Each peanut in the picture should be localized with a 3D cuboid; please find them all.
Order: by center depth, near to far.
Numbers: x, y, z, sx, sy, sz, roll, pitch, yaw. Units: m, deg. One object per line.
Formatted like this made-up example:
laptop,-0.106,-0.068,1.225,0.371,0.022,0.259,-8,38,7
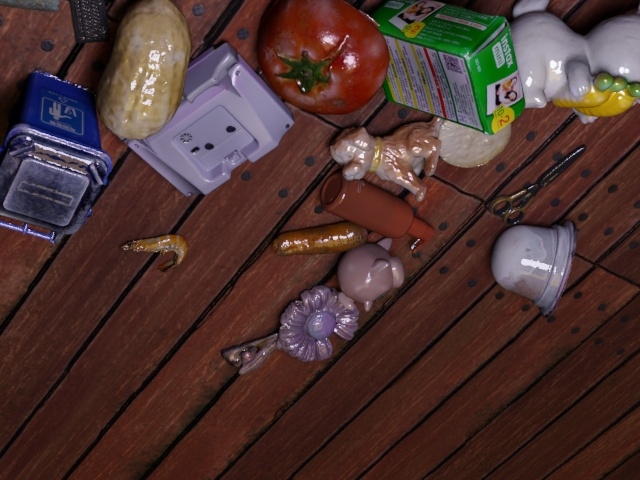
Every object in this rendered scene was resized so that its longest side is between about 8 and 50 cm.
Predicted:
peanut,-0.263,-0.263,1.480,0.129,0.129,0.224,15,108,-26

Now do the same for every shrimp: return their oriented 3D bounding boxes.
shrimp,-0.310,0.024,1.816,0.127,0.025,0.091,1,132,-19

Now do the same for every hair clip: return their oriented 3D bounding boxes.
hair clip,-0.064,0.201,2.010,0.300,0.069,0.173,-27,132,10

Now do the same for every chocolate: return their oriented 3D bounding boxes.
chocolate,0.414,0.038,1.940,0.147,0.221,0.221,19,130,6

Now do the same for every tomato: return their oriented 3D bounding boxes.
tomato,-0.008,-0.278,1.521,0.225,0.085,0.225,16,145,12

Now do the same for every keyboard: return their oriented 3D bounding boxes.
keyboard,-0.351,-0.365,1.462,0.053,0.010,0.155,-6,133,-8

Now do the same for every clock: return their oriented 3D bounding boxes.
clock,-0.187,-0.192,1.612,0.253,0.083,0.186,-33,131,16

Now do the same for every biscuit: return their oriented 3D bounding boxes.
biscuit,0.279,-0.192,1.773,0.152,0.020,0.152,-7,133,-8

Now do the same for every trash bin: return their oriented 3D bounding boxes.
trash bin,-0.421,-0.134,1.501,0.162,0.234,0.184,19,124,-27

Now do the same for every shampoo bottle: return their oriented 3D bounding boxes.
shampoo bottle,0.115,-0.050,1.818,0.244,0.085,0.085,26,121,-31

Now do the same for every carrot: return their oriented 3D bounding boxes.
carrot,0.000,0.000,1.853,0.186,0.060,0.060,-11,133,-2

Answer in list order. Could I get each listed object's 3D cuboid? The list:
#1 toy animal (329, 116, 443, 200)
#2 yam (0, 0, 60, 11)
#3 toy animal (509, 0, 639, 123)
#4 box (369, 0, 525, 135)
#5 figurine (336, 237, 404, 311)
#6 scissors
toy animal,0.117,-0.182,1.712,0.185,0.104,0.184,16,99,-6
yam,-0.490,-0.381,1.349,0.259,0.106,0.106,3,131,-21
toy animal,0.442,-0.301,1.584,0.310,0.247,0.183,-8,152,13
box,0.191,-0.276,1.520,0.103,0.250,0.180,-45,136,-20
figurine,0.093,0.065,1.888,0.125,0.125,0.138,29,116,-34
scissors,0.427,-0.111,1.889,0.220,0.017,0.088,-42,128,22
